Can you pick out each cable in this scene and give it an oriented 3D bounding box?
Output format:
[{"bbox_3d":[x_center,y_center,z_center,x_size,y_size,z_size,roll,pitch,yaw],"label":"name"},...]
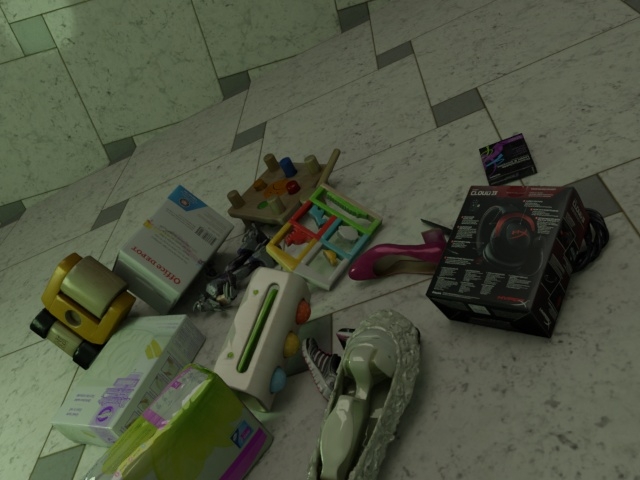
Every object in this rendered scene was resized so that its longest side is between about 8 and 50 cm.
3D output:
[{"bbox_3d":[0.475,0.011,1.220,0.184,0.047,0.150,-49,44,-13],"label":"cable"}]

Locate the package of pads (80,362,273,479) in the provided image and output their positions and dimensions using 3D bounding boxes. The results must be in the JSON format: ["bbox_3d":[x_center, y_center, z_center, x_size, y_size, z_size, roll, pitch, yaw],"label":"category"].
[{"bbox_3d":[-0.253,0.397,1.119,0.101,0.229,0.296,11,51,48],"label":"package of pads"}]

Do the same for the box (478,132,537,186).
[{"bbox_3d":[0.462,-0.199,1.533,0.116,0.029,0.162,-20,35,18],"label":"box"}]

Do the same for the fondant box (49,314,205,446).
[{"bbox_3d":[-0.463,0.336,1.510,0.238,0.096,0.330,-8,40,34],"label":"fondant box"}]

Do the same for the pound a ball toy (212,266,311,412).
[{"bbox_3d":[-0.094,0.210,1.342,0.136,0.208,0.319,11,60,17],"label":"pound a ball toy"}]

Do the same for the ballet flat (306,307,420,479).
[{"bbox_3d":[0.074,0.271,1.054,0.147,0.147,0.409,-6,49,35],"label":"ballet flat"}]

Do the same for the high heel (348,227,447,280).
[{"bbox_3d":[0.179,0.062,1.379,0.244,0.082,0.117,-19,43,11],"label":"high heel"}]

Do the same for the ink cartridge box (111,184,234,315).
[{"bbox_3d":[-0.417,0.030,1.735,0.270,0.198,0.197,-56,7,-35],"label":"ink cartridge box"}]

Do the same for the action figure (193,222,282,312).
[{"bbox_3d":[-0.239,0.090,1.663,0.285,0.099,0.185,-45,39,-15],"label":"action figure"}]

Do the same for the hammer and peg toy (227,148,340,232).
[{"bbox_3d":[-0.080,-0.145,1.826,0.361,0.127,0.266,9,49,42],"label":"hammer and peg toy"}]

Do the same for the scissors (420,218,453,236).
[{"bbox_3d":[0.328,-0.009,1.396,0.109,0.021,0.297,-33,30,2],"label":"scissors"}]

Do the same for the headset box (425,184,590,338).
[{"bbox_3d":[0.363,0.017,1.179,0.218,0.110,0.293,5,61,44],"label":"headset box"}]

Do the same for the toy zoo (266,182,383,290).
[{"bbox_3d":[0.000,0.000,1.546,0.192,0.030,0.293,32,61,16],"label":"toy zoo"}]

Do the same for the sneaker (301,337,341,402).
[{"bbox_3d":[0.015,0.252,1.256,0.075,0.063,0.170,-30,34,-2],"label":"sneaker"}]

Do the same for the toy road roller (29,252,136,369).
[{"bbox_3d":[-0.623,0.168,1.715,0.329,0.202,0.240,-53,1,30],"label":"toy road roller"}]

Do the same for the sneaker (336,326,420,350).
[{"bbox_3d":[0.122,0.199,1.243,0.178,0.072,0.077,7,42,29],"label":"sneaker"}]
